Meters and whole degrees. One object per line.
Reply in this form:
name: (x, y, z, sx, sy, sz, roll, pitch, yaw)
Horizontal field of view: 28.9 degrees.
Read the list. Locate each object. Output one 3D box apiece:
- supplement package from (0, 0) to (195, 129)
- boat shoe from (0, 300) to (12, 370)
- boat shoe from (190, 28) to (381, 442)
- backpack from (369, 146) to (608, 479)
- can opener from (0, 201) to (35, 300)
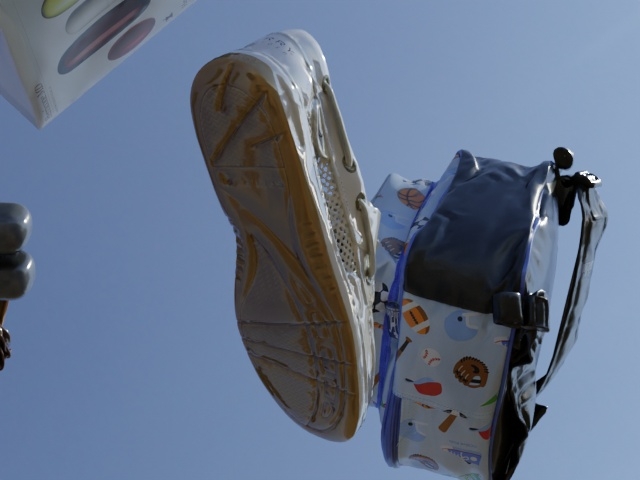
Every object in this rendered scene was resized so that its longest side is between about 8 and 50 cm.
supplement package: (-0.211, -0.238, 0.988, 0.203, 0.149, 0.194, -43, -15, -16)
boat shoe: (-0.297, 0.088, 1.065, 0.060, 0.178, 0.064, -7, -47, -4)
boat shoe: (0.000, 0.000, 0.792, 0.096, 0.098, 0.277, -39, -51, -43)
backpack: (0.119, 0.077, 1.085, 0.276, 0.213, 0.263, -51, -37, -54)
can opener: (-0.347, 0.014, 0.861, 0.283, 0.095, 0.076, 2, -64, -1)
